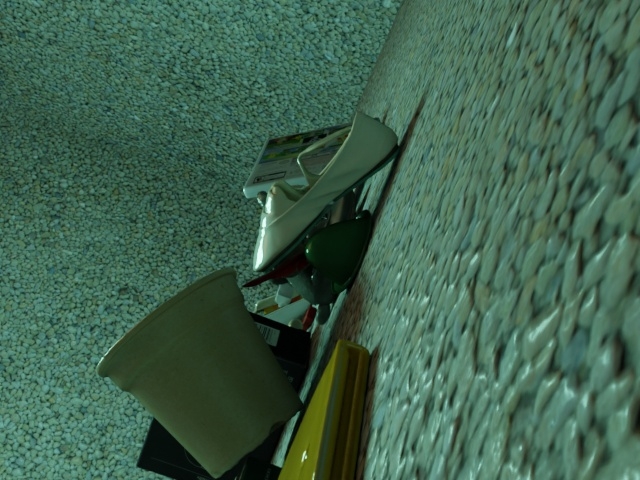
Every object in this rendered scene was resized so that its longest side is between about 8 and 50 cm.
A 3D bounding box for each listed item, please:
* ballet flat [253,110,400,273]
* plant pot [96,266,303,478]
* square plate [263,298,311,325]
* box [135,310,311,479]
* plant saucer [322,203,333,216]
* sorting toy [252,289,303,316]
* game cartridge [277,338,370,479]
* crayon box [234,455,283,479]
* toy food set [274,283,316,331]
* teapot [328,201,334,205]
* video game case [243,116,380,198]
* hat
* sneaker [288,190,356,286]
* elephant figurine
[{"bbox_3d":[-0.021,-0.104,1.544,0.400,0.139,0.139,-42,11,15],"label":"ballet flat"},{"bbox_3d":[-0.207,0.273,1.509,0.333,0.305,0.334,-39,-8,-6],"label":"plant pot"},{"bbox_3d":[-0.190,0.305,2.296,0.344,0.049,0.347,-24,-17,-23],"label":"square plate"},{"bbox_3d":[-0.226,0.378,1.850,0.212,0.293,0.396,-81,12,-75],"label":"box"},{"bbox_3d":[0.023,-0.030,1.919,0.021,0.119,0.119,35,107,57],"label":"plant saucer"},{"bbox_3d":[-0.106,0.185,2.303,0.208,0.192,0.038,116,133,-75],"label":"sorting toy"},{"bbox_3d":[-0.020,0.334,0.997,0.285,0.052,0.324,-75,4,-56],"label":"game cartridge"},{"bbox_3d":[-0.163,0.572,1.504,0.323,0.083,0.203,117,173,-55],"label":"crayon box"},{"bbox_3d":[-0.073,0.187,2.034,0.104,0.111,0.232,116,171,-55],"label":"toy food set"},{"bbox_3d":[-0.005,-0.091,2.055,0.252,0.187,0.256,-27,-67,-57],"label":"teapot"},{"bbox_3d":[-0.014,-0.218,2.005,0.300,0.328,0.036,-75,-28,-57],"label":"video game case"},{"bbox_3d":[-0.019,0.001,1.512,0.173,0.183,0.209,128,160,-52],"label":"hat"},{"bbox_3d":[0.000,0.000,1.849,0.109,0.130,0.286,-91,23,-83],"label":"sneaker"},{"bbox_3d":[-0.062,0.033,1.698,0.186,0.239,0.169,-75,7,-53],"label":"elephant figurine"}]
